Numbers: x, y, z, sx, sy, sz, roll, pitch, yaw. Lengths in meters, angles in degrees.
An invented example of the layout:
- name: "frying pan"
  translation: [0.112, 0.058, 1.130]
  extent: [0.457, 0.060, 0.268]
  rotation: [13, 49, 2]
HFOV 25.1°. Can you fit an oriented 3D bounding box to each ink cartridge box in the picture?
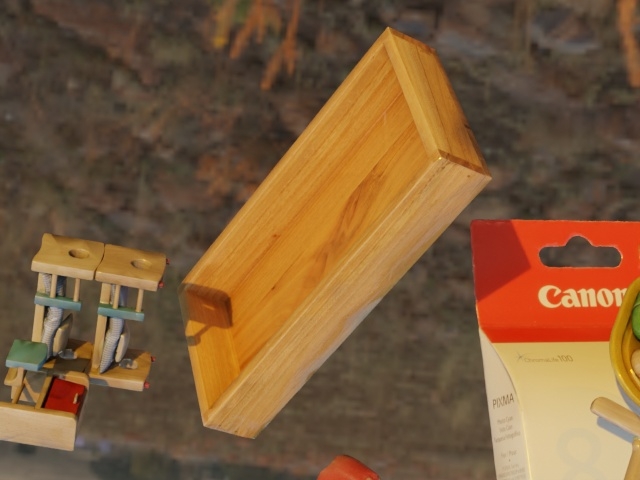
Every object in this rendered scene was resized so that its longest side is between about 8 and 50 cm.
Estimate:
- name: "ink cartridge box"
  translation: [0.347, 0.152, 1.698]
  extent: [0.308, 0.384, 0.091]
  rotation: [1, 166, -21]

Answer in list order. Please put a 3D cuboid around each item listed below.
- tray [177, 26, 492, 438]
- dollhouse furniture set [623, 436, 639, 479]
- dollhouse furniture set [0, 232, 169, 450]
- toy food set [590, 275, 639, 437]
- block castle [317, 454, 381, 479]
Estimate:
- name: "tray"
  translation: [0.000, 0.000, 1.490]
  extent: [0.076, 0.202, 0.411]
  rotation: [21, 125, -32]
- name: "dollhouse furniture set"
  translation: [0.240, 0.208, 0.978]
  extent: [0.058, 0.151, 0.076]
  rotation: [39, 149, -26]
- name: "dollhouse furniture set"
  translation: [-0.226, 0.099, 1.389]
  extent: [0.129, 0.129, 0.183]
  rotation: [9, -155, -3]
- name: "toy food set"
  translation: [0.379, 0.116, 1.528]
  extent: [0.128, 0.218, 0.071]
  rotation: [35, 143, -12]
- name: "block castle"
  translation: [-0.011, 0.530, 1.820]
  extent: [0.213, 0.453, 0.303]
  rotation: [18, 150, 39]
